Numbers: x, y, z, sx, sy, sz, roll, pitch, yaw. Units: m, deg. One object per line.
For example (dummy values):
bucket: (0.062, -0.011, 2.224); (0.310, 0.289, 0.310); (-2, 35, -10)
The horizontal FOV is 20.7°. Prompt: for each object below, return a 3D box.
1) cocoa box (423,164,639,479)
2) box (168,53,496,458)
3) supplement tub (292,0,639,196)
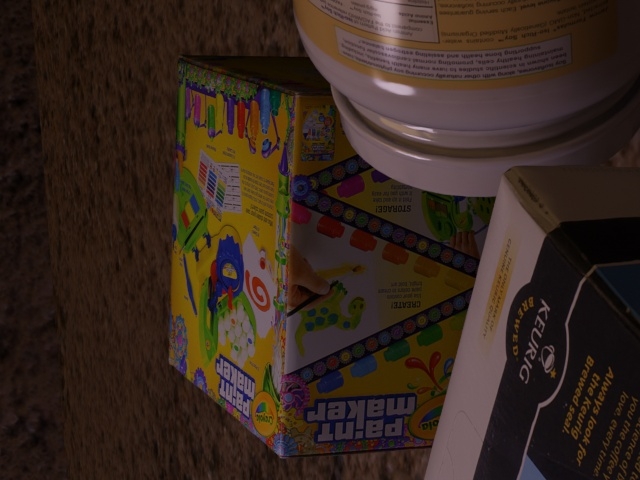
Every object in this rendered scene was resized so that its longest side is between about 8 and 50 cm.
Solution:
cocoa box: (0.196, 0.164, 0.887); (0.228, 0.231, 0.347); (-124, 38, -52)
box: (0.000, 0.000, 1.443); (0.290, 0.177, 0.279); (-152, 63, -65)
supplement tub: (0.091, -0.216, 1.033); (0.241, 0.241, 0.331); (-117, 14, -48)
